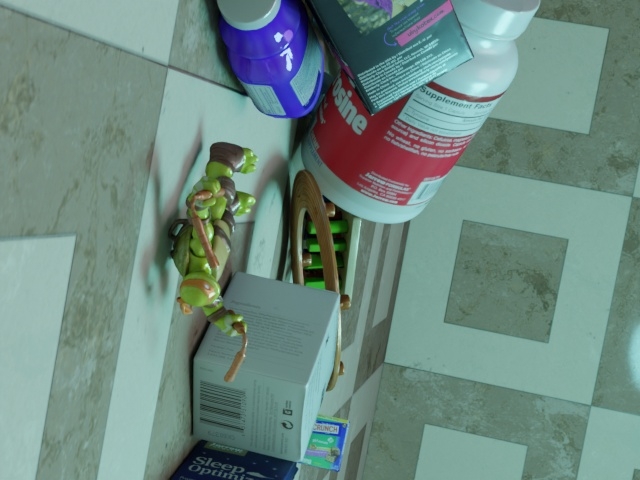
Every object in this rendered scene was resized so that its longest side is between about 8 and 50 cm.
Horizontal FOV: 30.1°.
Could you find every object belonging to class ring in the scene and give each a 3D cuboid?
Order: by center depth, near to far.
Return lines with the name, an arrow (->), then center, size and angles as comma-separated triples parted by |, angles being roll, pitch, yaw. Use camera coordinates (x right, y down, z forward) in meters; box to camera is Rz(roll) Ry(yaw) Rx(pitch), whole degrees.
ring -> -0.001, 0.059, 1.792 | 0.336, 0.032, 0.336 | 174, -90, -78

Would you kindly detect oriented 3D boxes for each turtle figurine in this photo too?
turtle figurine -> -0.121, 0.010, 1.314 | 0.217, 0.087, 0.269 | -80, 165, -47

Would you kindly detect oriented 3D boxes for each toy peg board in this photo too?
toy peg board -> 0.000, 0.000, 2.006 | 0.160, 0.079, 0.161 | -122, -146, -58

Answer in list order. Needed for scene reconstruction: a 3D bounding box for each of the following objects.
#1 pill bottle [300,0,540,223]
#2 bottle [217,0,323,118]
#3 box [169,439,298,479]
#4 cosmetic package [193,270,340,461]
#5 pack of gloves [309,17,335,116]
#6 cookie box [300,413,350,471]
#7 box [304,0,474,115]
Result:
pill bottle -> 0.148, -0.237, 1.778 | 0.407, 0.229, 0.229 | -58, -175, 38
bottle -> -0.058, -0.231, 1.380 | 0.283, 0.092, 0.118 | 52, 44, -77
box -> -0.114, 0.312, 1.537 | 0.225, 0.136, 0.036 | -47, 146, -73
cosmetic package -> -0.070, 0.164, 1.574 | 0.183, 0.151, 0.151 | -68, 167, -49
pack of gloves -> 0.018, -0.294, 1.892 | 0.232, 0.046, 0.195 | 23, 80, -80
cookie box -> 0.005, 0.417, 2.469 | 0.040, 0.092, 0.107 | 75, 27, -76
box -> 0.045, -0.305, 1.344 | 0.270, 0.143, 0.165 | 57, 5, -45
